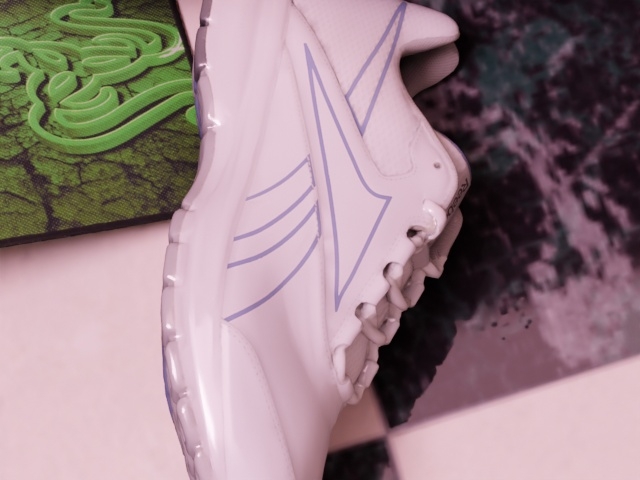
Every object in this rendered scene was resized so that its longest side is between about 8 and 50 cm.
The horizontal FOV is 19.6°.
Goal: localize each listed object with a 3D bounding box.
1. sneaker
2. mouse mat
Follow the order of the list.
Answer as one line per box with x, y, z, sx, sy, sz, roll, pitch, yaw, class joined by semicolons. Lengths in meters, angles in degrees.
0.000;0.000;0.807;0.129;0.111;0.297;4;63;3;sneaker
-0.146;-0.068;0.877;0.189;0.007;0.153;-10;68;-23;mouse mat
